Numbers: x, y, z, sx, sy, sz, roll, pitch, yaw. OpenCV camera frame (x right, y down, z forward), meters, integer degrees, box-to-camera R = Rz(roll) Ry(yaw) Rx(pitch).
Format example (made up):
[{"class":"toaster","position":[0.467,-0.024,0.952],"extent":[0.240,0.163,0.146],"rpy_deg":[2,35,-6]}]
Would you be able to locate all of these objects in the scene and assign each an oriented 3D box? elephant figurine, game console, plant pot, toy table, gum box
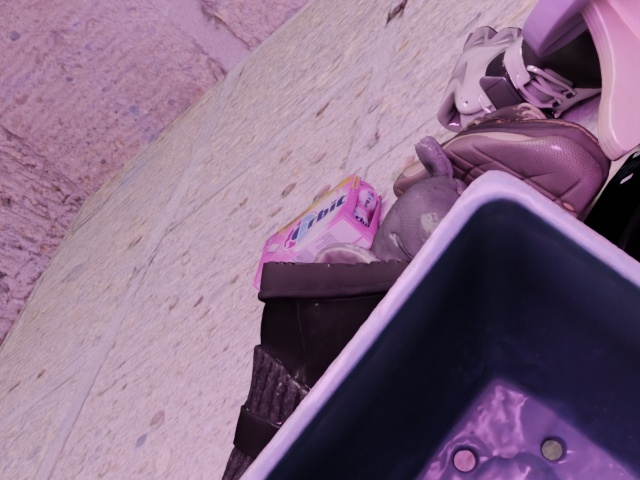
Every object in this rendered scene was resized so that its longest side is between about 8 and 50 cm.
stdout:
[{"class":"elephant figurine","position":[0.070,0.059,1.175],"extent":[0.239,0.169,0.186],"rpy_deg":[-34,29,26]},{"class":"game console","position":[0.284,-0.021,0.931],"extent":[0.213,0.044,0.361],"rpy_deg":[-56,4,-21]},{"class":"plant pot","position":[0.129,0.153,0.738],"extent":[0.248,0.247,0.252],"rpy_deg":[-51,-15,-8]},{"class":"toy table","position":[0.306,-0.199,1.069],"extent":[0.252,0.161,0.274],"rpy_deg":[-36,-7,-10]},{"class":"gum box","position":[0.000,0.000,1.609],"extent":[0.188,0.062,0.107],"rpy_deg":[-37,22,30]}]

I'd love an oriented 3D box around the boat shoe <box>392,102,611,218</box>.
[{"class":"boat shoe","position":[0.191,-0.087,1.234],"extent":[0.130,0.132,0.355],"rpy_deg":[-48,14,-16]}]

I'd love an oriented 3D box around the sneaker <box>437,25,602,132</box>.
[{"class":"sneaker","position":[0.236,-0.169,1.361],"extent":[0.146,0.122,0.330],"rpy_deg":[-58,15,-7]}]

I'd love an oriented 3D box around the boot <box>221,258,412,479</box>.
[{"class":"boot","position":[0.053,0.156,0.998],"extent":[0.348,0.131,0.260],"rpy_deg":[-1,75,51]}]
